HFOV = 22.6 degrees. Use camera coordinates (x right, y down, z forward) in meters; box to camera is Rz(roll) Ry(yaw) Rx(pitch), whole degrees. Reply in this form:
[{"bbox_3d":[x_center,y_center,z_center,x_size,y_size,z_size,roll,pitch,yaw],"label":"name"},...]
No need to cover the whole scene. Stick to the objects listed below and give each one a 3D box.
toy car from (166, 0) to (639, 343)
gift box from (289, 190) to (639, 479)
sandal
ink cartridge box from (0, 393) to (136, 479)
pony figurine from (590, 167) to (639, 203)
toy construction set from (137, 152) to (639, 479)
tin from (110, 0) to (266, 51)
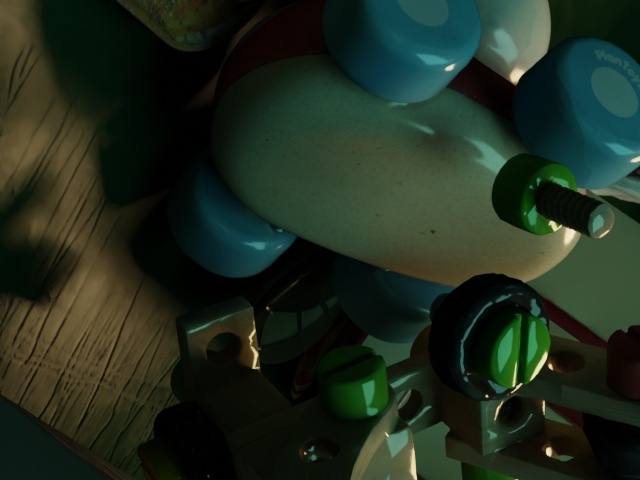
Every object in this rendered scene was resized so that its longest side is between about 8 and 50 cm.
[{"bbox_3d":[0.050,-0.106,0.885,0.219,0.210,0.238,-45,-150,47],"label":"toy car"},{"bbox_3d":[0.132,0.105,1.116,0.255,0.258,0.276,-52,171,-14],"label":"gift box"},{"bbox_3d":[0.000,0.000,1.006,0.219,0.060,0.090,-50,161,-45],"label":"sandal"},{"bbox_3d":[-0.124,0.168,0.894,0.072,0.127,0.175,-53,152,-8],"label":"ink cartridge box"},{"bbox_3d":[0.353,-0.012,1.308,0.303,0.351,0.363,75,35,-59],"label":"pony figurine"},{"bbox_3d":[0.051,0.125,0.855,0.257,0.237,0.309,-46,127,-13],"label":"toy construction set"},{"bbox_3d":[-0.073,-0.159,0.745,0.106,0.040,0.189,-53,152,0],"label":"tin"}]
